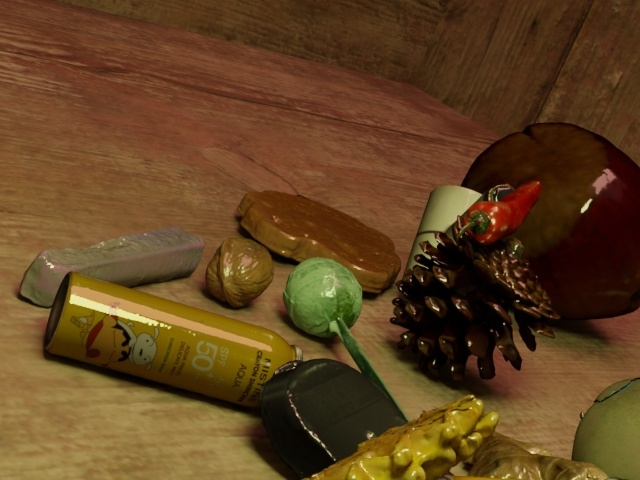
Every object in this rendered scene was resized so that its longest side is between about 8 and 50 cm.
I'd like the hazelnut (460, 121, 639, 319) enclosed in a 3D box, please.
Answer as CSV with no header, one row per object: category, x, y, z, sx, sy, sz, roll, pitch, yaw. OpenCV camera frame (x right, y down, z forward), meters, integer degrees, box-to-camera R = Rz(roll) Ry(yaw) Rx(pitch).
hazelnut,0.457,-0.022,2.556,0.402,0.402,0.429,8,18,-41

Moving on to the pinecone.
pinecone,0.230,0.103,2.036,0.264,0.264,0.264,21,16,-7

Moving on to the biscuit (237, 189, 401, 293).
biscuit,0.000,0.000,2.364,0.312,0.057,0.351,19,15,-13

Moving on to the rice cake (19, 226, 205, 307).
rice cake,-0.283,0.033,1.858,0.064,0.070,0.399,34,19,19

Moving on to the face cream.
face cream,-0.162,0.136,1.636,0.348,0.105,0.105,18,17,-18

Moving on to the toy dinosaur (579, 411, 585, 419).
toy dinosaur,0.500,0.349,1.953,0.279,0.055,0.101,29,44,25

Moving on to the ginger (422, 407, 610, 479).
ginger,0.239,0.291,1.705,0.148,0.081,0.333,-28,20,-13

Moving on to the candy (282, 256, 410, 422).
candy,0.057,0.173,1.873,0.119,0.119,0.440,13,28,-32

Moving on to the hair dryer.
hair dryer,0.257,-0.021,2.218,0.128,0.203,0.362,23,-23,-6

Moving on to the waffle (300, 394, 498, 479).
waffle,0.048,0.241,1.323,0.293,0.260,0.069,-22,83,-39

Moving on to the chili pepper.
chili pepper,0.272,-0.038,1.961,0.063,0.071,0.272,42,33,16

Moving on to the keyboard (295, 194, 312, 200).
keyboard,-0.062,-0.071,2.588,0.063,0.010,0.198,28,17,21

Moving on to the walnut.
walnut,-0.123,0.048,1.974,0.105,0.105,0.124,25,17,7

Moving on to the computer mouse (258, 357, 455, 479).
computer mouse,0.042,0.260,1.563,0.295,0.087,0.168,46,32,20

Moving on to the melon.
melon,0.469,0.305,1.678,0.268,0.269,0.330,7,2,-43

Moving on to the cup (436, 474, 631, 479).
cup,0.229,0.339,1.410,0.279,0.196,0.196,11,19,-11
